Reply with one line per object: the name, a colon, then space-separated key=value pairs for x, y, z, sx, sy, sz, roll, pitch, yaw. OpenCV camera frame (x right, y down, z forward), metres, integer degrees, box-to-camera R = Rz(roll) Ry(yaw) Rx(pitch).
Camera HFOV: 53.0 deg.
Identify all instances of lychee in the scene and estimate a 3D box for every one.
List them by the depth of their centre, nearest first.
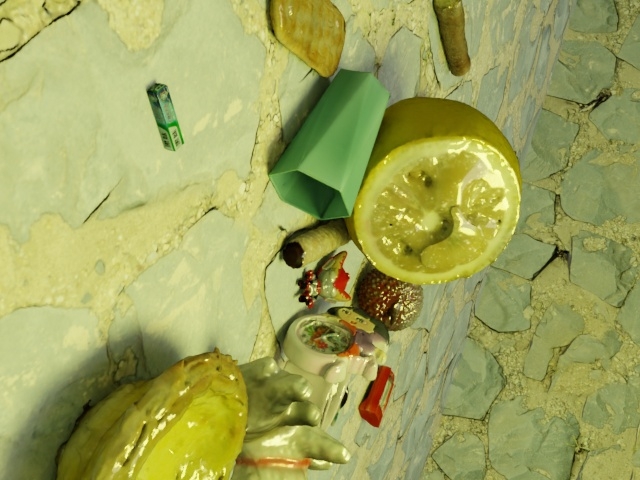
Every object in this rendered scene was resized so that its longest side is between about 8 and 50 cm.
lychee: x=0.170 y=0.140 z=1.543 sx=0.197 sy=0.165 sz=0.165 roll=-104 pitch=-159 yaw=-70

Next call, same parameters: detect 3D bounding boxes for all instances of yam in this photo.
yam: x=0.332 y=-0.505 z=1.597 sx=0.066 sy=0.066 sz=0.299 roll=-68 pitch=157 yaw=-12

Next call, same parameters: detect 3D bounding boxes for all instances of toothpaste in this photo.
toothpaste: x=-0.183 y=-0.146 z=0.764 sx=0.020 sy=0.017 sz=0.083 roll=-54 pitch=150 yaw=-37

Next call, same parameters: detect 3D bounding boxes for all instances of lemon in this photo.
lemon: x=0.202 y=-0.117 z=1.253 sx=0.364 sy=0.364 sz=0.364 roll=-45 pitch=144 yaw=-47

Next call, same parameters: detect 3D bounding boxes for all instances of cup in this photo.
cup: x=0.031 y=-0.166 z=1.075 sx=0.235 sy=0.148 sz=0.134 roll=-63 pitch=-173 yaw=-21

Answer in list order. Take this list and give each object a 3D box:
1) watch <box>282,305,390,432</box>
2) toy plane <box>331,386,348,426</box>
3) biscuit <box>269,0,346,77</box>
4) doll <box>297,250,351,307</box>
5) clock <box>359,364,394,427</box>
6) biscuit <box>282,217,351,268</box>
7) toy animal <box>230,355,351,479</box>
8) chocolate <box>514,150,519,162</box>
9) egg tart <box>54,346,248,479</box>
watch: x=0.021 y=0.270 z=1.294 sx=0.244 sy=0.196 sz=0.231 roll=-44 pitch=149 yaw=-59
toy plane: x=0.039 y=0.314 z=1.493 sx=0.192 sy=0.088 sz=0.261 roll=-18 pitch=132 yaw=-55
biscuit: x=-0.012 y=-0.334 z=0.996 sx=0.247 sy=0.029 sz=0.118 roll=11 pitch=95 yaw=-66
doll: x=0.009 y=0.086 z=1.299 sx=0.169 sy=0.057 sz=0.109 roll=-13 pitch=101 yaw=-49
clock: x=0.168 y=0.453 z=1.887 sx=0.113 sy=0.061 sz=0.155 roll=75 pitch=35 yaw=-50
biscuit: x=0.000 y=0.000 z=1.217 sx=0.219 sy=0.055 sz=0.061 roll=-25 pitch=98 yaw=-59
toy animal: x=-0.086 y=0.335 z=1.041 sx=0.188 sy=0.266 sz=0.308 roll=-45 pitch=178 yaw=-27
chocolate: x=0.467 y=-0.139 z=1.946 sx=0.303 sy=0.213 sz=0.303 roll=12 pitch=90 yaw=-68
egg tart: x=-0.221 y=0.293 z=0.832 sx=0.345 sy=0.133 sz=0.345 roll=-45 pitch=144 yaw=-46
